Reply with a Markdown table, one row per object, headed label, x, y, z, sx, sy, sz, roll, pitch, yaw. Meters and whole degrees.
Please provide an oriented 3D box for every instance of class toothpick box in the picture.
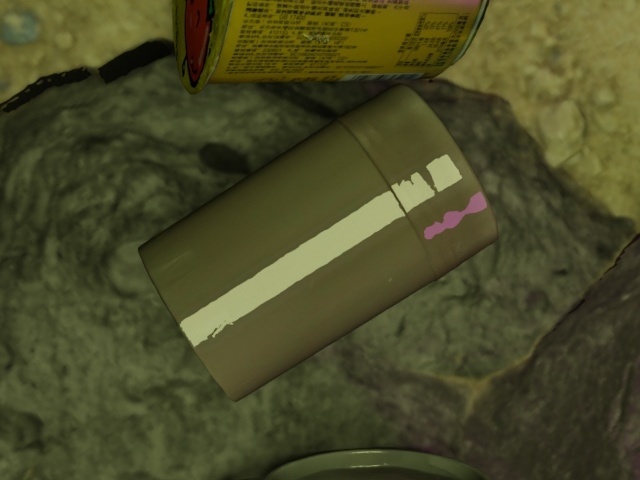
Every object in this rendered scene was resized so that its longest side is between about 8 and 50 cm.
| label | x | y | z | sx | sy | sz | roll | pitch | yaw |
| --- | --- | --- | --- | --- | --- | --- | --- | --- | --- |
| toothpick box | 0.000 | 0.000 | 0.645 | 0.181 | 0.111 | 0.111 | -32 | 99 | -3 |

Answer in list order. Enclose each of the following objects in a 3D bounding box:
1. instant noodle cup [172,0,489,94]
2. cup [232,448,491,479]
| label | x | y | z | sx | sy | sz | roll | pitch | yaw |
| --- | --- | --- | --- | --- | --- | --- | --- | --- | --- |
| instant noodle cup | 0.005 | -0.163 | 0.607 | 0.144 | 0.182 | 0.182 | 3 | 95 | -18 |
| cup | 0.013 | 0.210 | 0.655 | 0.174 | 0.134 | 0.142 | -1 | 97 | -9 |
